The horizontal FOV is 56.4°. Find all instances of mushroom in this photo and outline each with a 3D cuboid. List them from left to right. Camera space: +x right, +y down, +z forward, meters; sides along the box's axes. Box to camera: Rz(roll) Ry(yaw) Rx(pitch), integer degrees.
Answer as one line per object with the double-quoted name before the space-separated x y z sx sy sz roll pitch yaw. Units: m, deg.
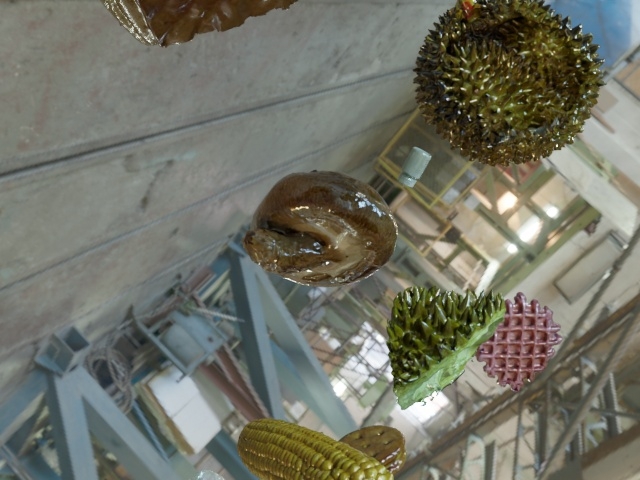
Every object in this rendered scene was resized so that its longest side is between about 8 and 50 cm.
"mushroom" 0.005 -0.022 1.317 0.345 0.345 0.239 74 28 -82

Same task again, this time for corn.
"corn" -0.021 0.305 0.813 0.102 0.102 0.313 -42 -152 -28

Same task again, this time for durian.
"durian" 0.231 0.177 1.012 0.163 0.198 0.394 -2 173 27
"durian" 0.271 -0.242 0.914 0.258 0.293 0.258 -49 166 -17

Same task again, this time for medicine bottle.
"medicine bottle" 0.210 -0.165 1.345 0.083 0.047 0.047 -62 168 19

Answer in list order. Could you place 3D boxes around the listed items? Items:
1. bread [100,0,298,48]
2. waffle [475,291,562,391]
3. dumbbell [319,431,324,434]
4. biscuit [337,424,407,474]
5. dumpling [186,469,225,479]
"bread" -0.169 -0.440 0.789 0.314 0.192 0.370 -20 171 -5
"waffle" 0.497 0.252 1.502 0.234 0.221 0.055 -42 -171 -4
"dumbbell" 0.005 0.350 0.974 0.083 0.040 0.036 -139 -126 -62
"biscuit" 0.123 0.570 1.596 0.220 0.066 0.220 -14 -171 2
"dumpling" -0.165 0.494 1.064 0.124 0.229 0.151 -41 -167 17
